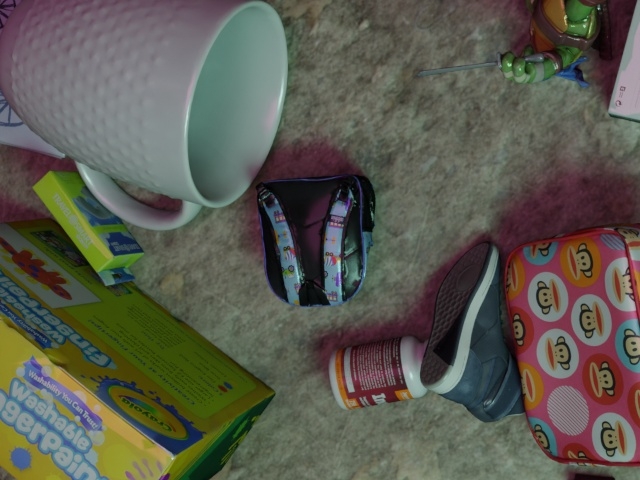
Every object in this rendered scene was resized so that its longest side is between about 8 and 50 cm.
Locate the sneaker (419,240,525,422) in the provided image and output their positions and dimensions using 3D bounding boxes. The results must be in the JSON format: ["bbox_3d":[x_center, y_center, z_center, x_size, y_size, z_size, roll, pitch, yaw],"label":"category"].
[{"bbox_3d":[0.228,0.129,1.461,0.163,0.086,0.226,33,63,-24],"label":"sneaker"}]

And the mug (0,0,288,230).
[{"bbox_3d":[-0.250,-0.178,1.501,0.328,0.276,0.374,17,129,20],"label":"mug"}]

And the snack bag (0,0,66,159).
[{"bbox_3d":[-0.491,-0.320,1.658,0.323,0.037,0.342,14,98,14],"label":"snack bag"}]

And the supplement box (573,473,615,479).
[{"bbox_3d":[0.358,0.355,1.457,0.055,0.043,0.083,4,96,16],"label":"supplement box"}]

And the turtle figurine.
[{"bbox_3d":[0.249,-0.297,1.327,0.274,0.198,0.266,33,143,1],"label":"turtle figurine"}]

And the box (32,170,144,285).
[{"bbox_3d":[-0.327,-0.020,1.593,0.042,0.109,0.178,-39,83,13],"label":"box"}]

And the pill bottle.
[{"bbox_3d":[0.094,0.177,1.498,0.152,0.086,0.086,-13,90,17],"label":"pill bottle"}]

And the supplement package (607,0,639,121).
[{"bbox_3d":[0.470,-0.222,1.327,0.203,0.149,0.194,15,99,14],"label":"supplement package"}]

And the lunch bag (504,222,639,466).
[{"bbox_3d":[0.354,0.124,1.335,0.258,0.120,0.293,-14,83,58],"label":"lunch bag"}]

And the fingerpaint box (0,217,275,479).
[{"bbox_3d":[-0.329,0.167,1.473,0.445,0.371,0.163,36,103,10],"label":"fingerpaint box"}]

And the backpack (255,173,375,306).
[{"bbox_3d":[0.000,0.000,1.496,0.158,0.117,0.173,-4,92,16],"label":"backpack"}]
